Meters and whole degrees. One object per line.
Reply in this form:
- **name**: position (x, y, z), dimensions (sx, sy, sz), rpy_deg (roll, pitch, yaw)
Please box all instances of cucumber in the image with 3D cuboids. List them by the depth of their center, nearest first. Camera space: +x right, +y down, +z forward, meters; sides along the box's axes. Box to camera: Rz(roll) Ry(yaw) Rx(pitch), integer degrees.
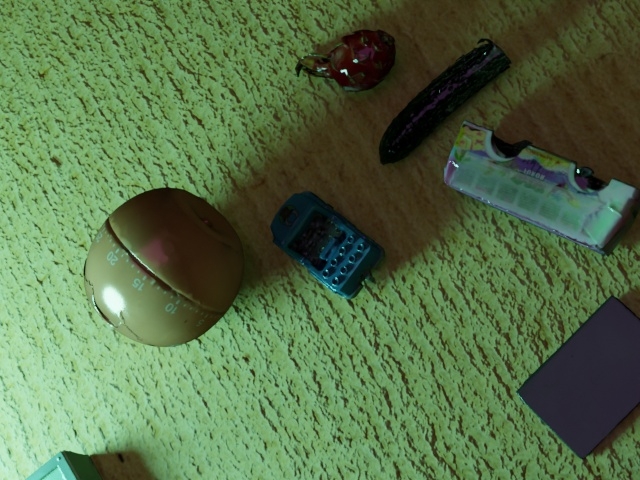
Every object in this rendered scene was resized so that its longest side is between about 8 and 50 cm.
- **cucumber**: position (0.174, -0.207, 1.900), dimensions (0.245, 0.067, 0.067), rpy_deg (-39, 66, 9)

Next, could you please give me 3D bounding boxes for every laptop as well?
- **laptop**: position (0.381, 0.187, 1.741), dimensions (0.197, 0.016, 0.135), rpy_deg (-45, 66, 6)

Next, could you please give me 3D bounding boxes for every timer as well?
- **timer**: position (-0.233, 0.042, 1.895), dimensions (0.215, 0.229, 0.230), rpy_deg (-46, 65, 14)

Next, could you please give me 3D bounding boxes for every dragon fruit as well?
- **dragon fruit**: position (0.039, -0.270, 1.966), dimensions (0.190, 0.094, 0.094), rpy_deg (-11, 71, 40)

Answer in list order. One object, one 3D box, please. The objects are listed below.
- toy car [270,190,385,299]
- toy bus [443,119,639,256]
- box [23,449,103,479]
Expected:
- **toy car**: position (0.000, 0.000, 1.887), dimensions (0.191, 0.100, 0.097), rpy_deg (39, 95, 29)
- **toy bus**: position (0.315, -0.077, 1.796), dimensions (0.274, 0.090, 0.112), rpy_deg (26, 92, 24)
- **box**: position (-0.429, 0.442, 1.936), dimensions (0.225, 0.086, 0.129), rpy_deg (-39, 66, 6)
